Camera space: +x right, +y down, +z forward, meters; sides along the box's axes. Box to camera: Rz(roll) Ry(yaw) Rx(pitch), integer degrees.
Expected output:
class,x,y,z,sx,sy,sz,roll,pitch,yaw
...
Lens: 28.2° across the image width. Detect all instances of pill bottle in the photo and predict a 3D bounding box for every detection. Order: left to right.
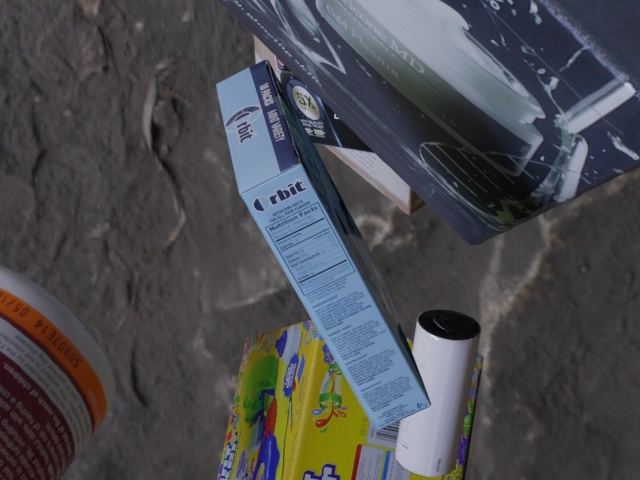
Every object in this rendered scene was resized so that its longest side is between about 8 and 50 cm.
class,x,y,z,sx,sy,sz,roll,pitch,yaw
pill bottle,-0.376,0.219,1.118,0.224,0.392,0.224,21,141,18

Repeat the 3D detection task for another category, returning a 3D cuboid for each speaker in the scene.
class,x,y,z,sx,sy,sz,roll,pitch,yaw
speaker,0.098,0.127,1.070,0.055,0.055,0.136,0,115,-16

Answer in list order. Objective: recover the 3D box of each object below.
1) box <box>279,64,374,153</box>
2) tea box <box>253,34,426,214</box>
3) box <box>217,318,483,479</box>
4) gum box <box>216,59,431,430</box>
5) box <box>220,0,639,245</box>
class,x,y,z,sx,sy,sz,roll,pitch,yaw
box,0.074,-0.159,1.234,0.180,0.147,0.077,-40,131,-41
tea box,0.127,-0.272,1.757,0.323,0.329,0.220,-34,149,-23
box,0.011,0.248,1.312,0.177,0.290,0.279,14,167,-16
gum box,0.000,0.000,0.783,0.041,0.157,0.184,-25,120,5
box,0.084,-0.279,0.865,0.480,0.472,0.297,44,79,0
